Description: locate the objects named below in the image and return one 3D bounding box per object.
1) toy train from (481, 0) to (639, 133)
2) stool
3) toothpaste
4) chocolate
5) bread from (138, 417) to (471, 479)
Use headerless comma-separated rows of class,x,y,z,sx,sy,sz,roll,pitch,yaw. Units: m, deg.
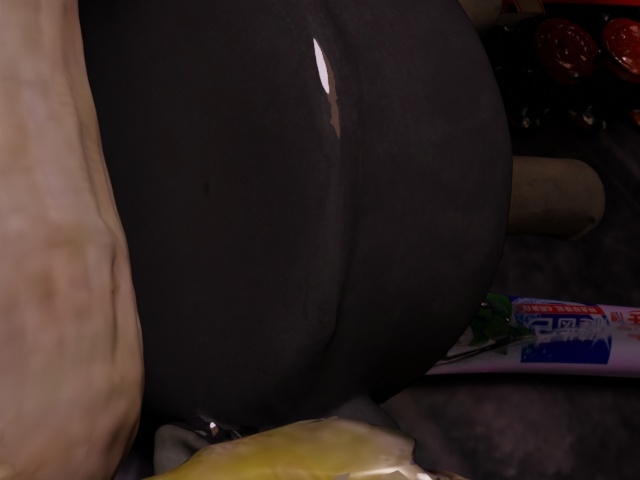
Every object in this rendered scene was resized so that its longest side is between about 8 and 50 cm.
toy train,0.119,-0.095,0.625,0.138,0.050,0.087,-5,60,-29
stool,-0.006,0.000,0.454,0.139,0.153,0.228,-5,106,-42
toothpaste,0.104,0.039,0.551,0.170,0.028,0.045,5,54,-22
chocolate,-0.126,-0.049,0.392,0.134,0.134,0.309,-8,83,-32
bread,0.016,0.153,0.328,0.197,0.197,0.170,-53,137,-38
